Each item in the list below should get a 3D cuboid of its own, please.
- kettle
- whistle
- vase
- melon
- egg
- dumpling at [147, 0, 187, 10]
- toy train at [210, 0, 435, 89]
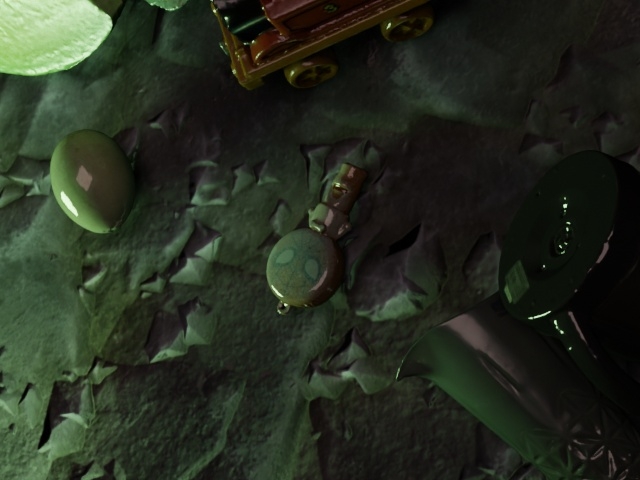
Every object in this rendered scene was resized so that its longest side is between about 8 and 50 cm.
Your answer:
[{"bbox_3d":[0.369,0.054,1.218,0.271,0.251,0.207,24,110,-21],"label":"kettle"},{"bbox_3d":[0.000,0.000,1.455,0.107,0.057,0.220,23,86,34],"label":"whistle"},{"bbox_3d":[0.273,0.183,1.298,0.251,0.156,0.301,-40,76,-17],"label":"vase"},{"bbox_3d":[-0.429,-0.392,1.574,0.343,0.226,0.331,-21,86,51],"label":"melon"},{"bbox_3d":[-0.317,-0.082,1.540,0.114,0.114,0.152,-27,77,14],"label":"egg"},{"bbox_3d":[-0.236,-0.427,1.565,0.149,0.105,0.217,-20,78,12],"label":"dumpling"},{"bbox_3d":[0.023,-0.337,1.399,0.369,0.231,0.163,-22,73,14],"label":"toy train"}]
